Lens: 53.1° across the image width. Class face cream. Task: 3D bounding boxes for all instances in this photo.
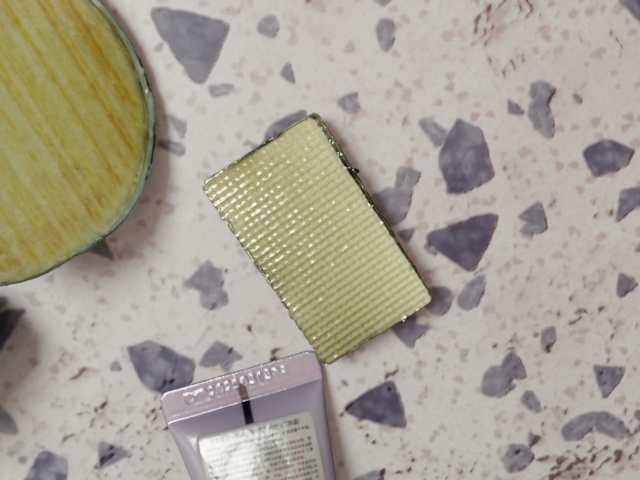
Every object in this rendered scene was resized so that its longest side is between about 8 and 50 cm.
[{"bbox_3d":[-0.042,0.253,0.591,0.154,0.096,0.274,-15,88,1],"label":"face cream"}]

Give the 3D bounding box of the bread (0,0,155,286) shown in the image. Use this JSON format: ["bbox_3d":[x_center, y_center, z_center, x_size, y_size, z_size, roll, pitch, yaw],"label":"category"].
[{"bbox_3d":[-0.247,-0.094,0.466,0.267,0.040,0.267,3,85,-40],"label":"bread"}]

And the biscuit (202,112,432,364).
[{"bbox_3d":[0.000,0.000,0.567,0.121,0.040,0.199,-32,99,4],"label":"biscuit"}]
